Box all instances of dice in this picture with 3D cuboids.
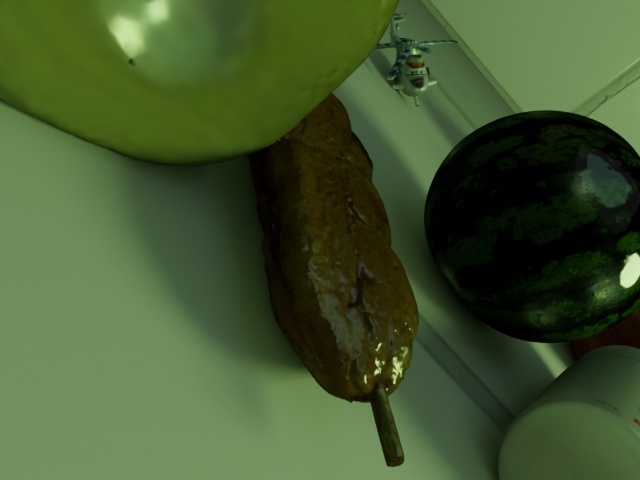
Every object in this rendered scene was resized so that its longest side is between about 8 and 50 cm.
[{"bbox_3d":[-0.098,-0.211,0.359,0.226,0.238,0.233,23,38,-43],"label":"dice"}]

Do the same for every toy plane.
[{"bbox_3d":[0.156,-0.362,1.092,0.182,0.107,0.273,-17,40,-16],"label":"toy plane"}]

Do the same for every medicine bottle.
[{"bbox_3d":[0.296,0.188,0.567,0.341,0.130,0.130,-1,57,-54],"label":"medicine bottle"}]

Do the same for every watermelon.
[{"bbox_3d":[0.248,-0.022,0.633,0.269,0.269,0.269,35,32,-26],"label":"watermelon"}]

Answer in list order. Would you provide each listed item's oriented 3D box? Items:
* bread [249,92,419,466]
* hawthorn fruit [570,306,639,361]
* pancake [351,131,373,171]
[{"bbox_3d":[0.002,-0.001,0.420,0.124,0.084,0.344,18,43,-34],"label":"bread"},{"bbox_3d":[0.472,0.181,0.795,0.181,0.181,0.235,22,39,-42],"label":"hawthorn fruit"},{"bbox_3d":[0.023,-0.115,0.657,0.115,0.011,0.115,35,32,-26],"label":"pancake"}]
